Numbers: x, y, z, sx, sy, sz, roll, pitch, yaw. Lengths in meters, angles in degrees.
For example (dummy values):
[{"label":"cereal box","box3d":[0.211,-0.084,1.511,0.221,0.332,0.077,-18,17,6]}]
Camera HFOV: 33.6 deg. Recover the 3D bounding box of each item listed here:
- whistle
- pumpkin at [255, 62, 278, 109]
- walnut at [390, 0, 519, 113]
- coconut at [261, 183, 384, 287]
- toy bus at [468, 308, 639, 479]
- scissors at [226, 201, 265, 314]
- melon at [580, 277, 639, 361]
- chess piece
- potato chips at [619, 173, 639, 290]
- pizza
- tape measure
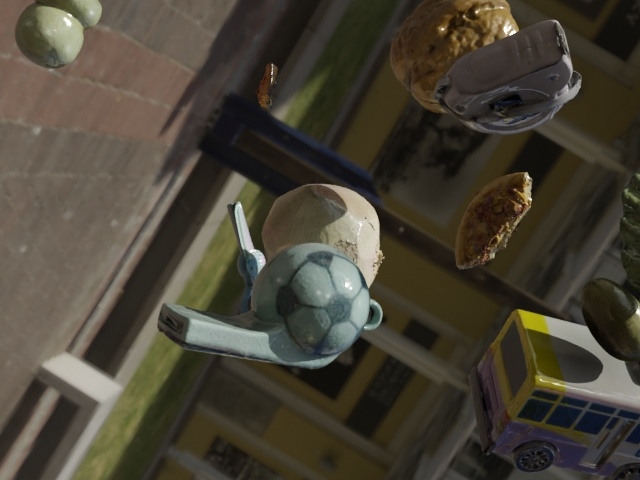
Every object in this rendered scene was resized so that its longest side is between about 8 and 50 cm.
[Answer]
[{"label":"whistle","box3d":[-0.043,0.071,1.308,0.163,0.289,0.164,-30,-127,51]},{"label":"pumpkin","box3d":[-0.104,-0.300,2.048,0.101,0.035,0.073,96,9,-75]},{"label":"walnut","box3d":[0.267,-0.373,2.059,0.257,0.224,0.257,-25,147,-18]},{"label":"coconut","box3d":[0.000,0.000,1.892,0.234,0.224,0.224,97,20,-47]},{"label":"toy bus","box3d":[0.527,0.298,1.963,0.209,0.439,0.249,-92,-159,-52]},{"label":"scissors","box3d":[-0.132,0.049,2.025,0.030,0.256,0.125,-4,-161,39]},{"label":"melon","box3d":[0.512,0.136,1.839,0.099,0.162,0.099,-34,-174,4]},{"label":"chess piece","box3d":[-0.478,-0.487,2.046,0.182,0.182,0.330,109,6,-77]},{"label":"potato chips","box3d":[0.709,-0.056,1.810,0.389,0.097,0.373,-5,-138,38]},{"label":"pizza","box3d":[0.355,-0.044,2.222,0.246,0.127,0.058,-47,156,24]},{"label":"tape measure","box3d":[0.314,-0.251,1.738,0.197,0.236,0.120,32,46,-53]}]
